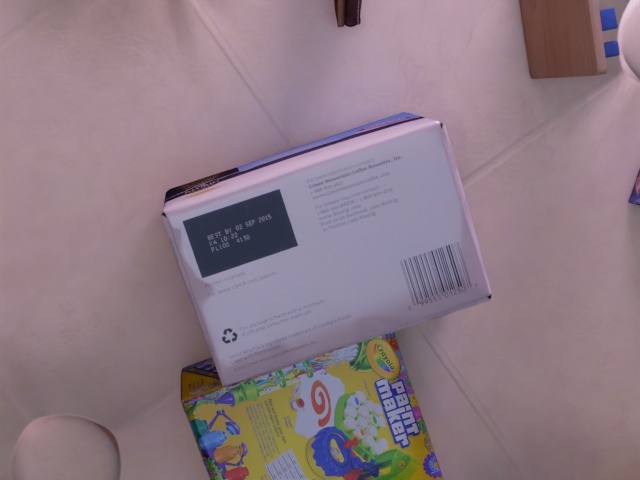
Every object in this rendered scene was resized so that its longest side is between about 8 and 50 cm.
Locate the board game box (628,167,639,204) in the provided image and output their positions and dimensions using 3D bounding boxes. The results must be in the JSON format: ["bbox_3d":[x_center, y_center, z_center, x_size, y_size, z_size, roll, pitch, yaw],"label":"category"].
[{"bbox_3d":[0.535,-0.142,1.691,0.165,0.042,0.243,16,96,-8],"label":"board game box"}]

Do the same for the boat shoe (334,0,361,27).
[{"bbox_3d":[0.051,-0.375,1.589,0.073,0.073,0.207,0,98,-4],"label":"boat shoe"}]

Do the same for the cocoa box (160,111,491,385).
[{"bbox_3d":[0.000,0.000,1.558,0.347,0.228,0.231,-18,100,-3],"label":"cocoa box"}]

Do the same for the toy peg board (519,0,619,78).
[{"bbox_3d":[0.331,-0.295,1.596,0.079,0.160,0.161,-14,100,-20],"label":"toy peg board"}]

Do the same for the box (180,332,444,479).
[{"bbox_3d":[-0.003,0.271,1.623,0.279,0.177,0.290,-19,99,-3],"label":"box"}]
